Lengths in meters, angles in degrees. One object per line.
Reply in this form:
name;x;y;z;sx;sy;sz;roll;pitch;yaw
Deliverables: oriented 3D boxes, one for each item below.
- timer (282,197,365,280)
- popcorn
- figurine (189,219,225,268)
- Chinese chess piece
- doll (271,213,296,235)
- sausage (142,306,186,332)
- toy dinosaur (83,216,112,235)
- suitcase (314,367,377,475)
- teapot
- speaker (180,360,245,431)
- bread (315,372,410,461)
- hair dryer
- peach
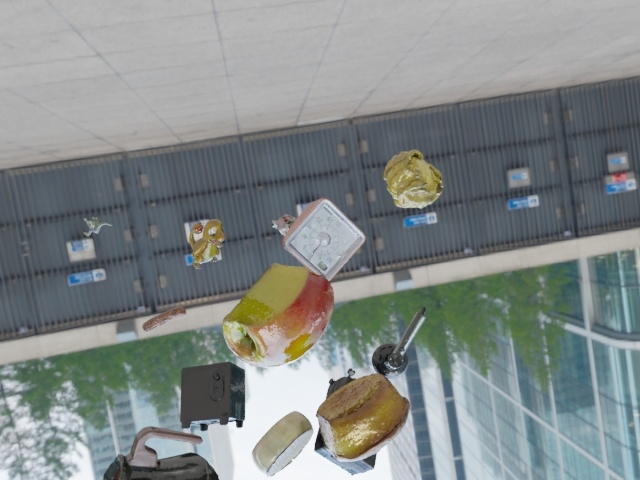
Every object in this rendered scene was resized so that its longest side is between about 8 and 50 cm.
timer;0.000;0.000;2.195;0.250;0.257;0.161;-54;-158;-18
popcorn;0.366;-0.239;2.204;0.250;0.250;0.190;-12;172;-32
figurine;-0.353;-0.010;1.693;0.121;0.122;0.176;-21;157;-45
Chinese chess piece;-0.147;0.805;2.184;0.112;0.270;0.270;41;-150;23
doll;-0.128;-0.057;2.549;0.149;0.095;0.192;-11;-148;-39
sausage;-0.529;0.264;1.866;0.158;0.042;0.036;-23;-135;-33
toy dinosaur;-0.720;-0.051;1.748;0.037;0.058;0.180;-38;-161;-35
suitcase;0.124;0.717;2.170;0.152;0.230;0.335;-38;-158;38
teapot;-0.535;0.817;1.823;0.362;0.376;0.305;20;176;-30
speaker;-0.452;0.660;2.309;0.232;0.254;0.184;-10;154;13
bread;0.132;0.547;1.721;0.312;0.172;0.312;-30;-173;4
hair dryer;0.354;0.431;2.238;0.284;0.155;0.320;-40;168;-16
peach;-0.096;0.240;1.733;0.242;0.306;0.380;11;-139;28
